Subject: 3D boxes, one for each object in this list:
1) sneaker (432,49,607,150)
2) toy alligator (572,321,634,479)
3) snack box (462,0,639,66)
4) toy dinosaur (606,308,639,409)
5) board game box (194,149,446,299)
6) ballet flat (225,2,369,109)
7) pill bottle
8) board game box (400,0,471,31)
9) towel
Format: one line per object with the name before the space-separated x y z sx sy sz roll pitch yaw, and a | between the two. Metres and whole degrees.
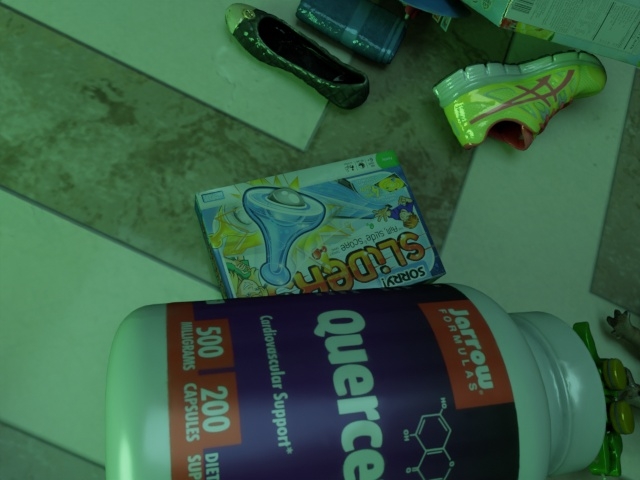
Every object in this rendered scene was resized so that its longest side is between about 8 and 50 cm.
sneaker | 0.226 -0.146 0.612 0.209 0.081 0.094 -13 84 -14
toy alligator | 0.258 0.171 0.509 0.051 0.056 0.189 20 62 -41
snack box | 0.251 -0.266 0.605 0.207 0.070 0.174 5 37 -19
toy dinosaur | 0.397 0.120 0.530 0.201 0.127 0.295 15 73 -16
board game box | 0.000 0.000 0.517 0.201 0.035 0.136 -16 74 -19
ballet flat | -0.021 -0.199 0.578 0.173 0.049 0.057 32 65 -1
pill bottle | 0.025 0.124 0.397 0.323 0.181 0.181 -3 71 -15
board game box | 0.090 -0.288 0.640 0.133 0.033 0.168 2 46 -26
towel | 0.035 -0.243 0.619 0.120 0.029 0.067 28 64 -4
